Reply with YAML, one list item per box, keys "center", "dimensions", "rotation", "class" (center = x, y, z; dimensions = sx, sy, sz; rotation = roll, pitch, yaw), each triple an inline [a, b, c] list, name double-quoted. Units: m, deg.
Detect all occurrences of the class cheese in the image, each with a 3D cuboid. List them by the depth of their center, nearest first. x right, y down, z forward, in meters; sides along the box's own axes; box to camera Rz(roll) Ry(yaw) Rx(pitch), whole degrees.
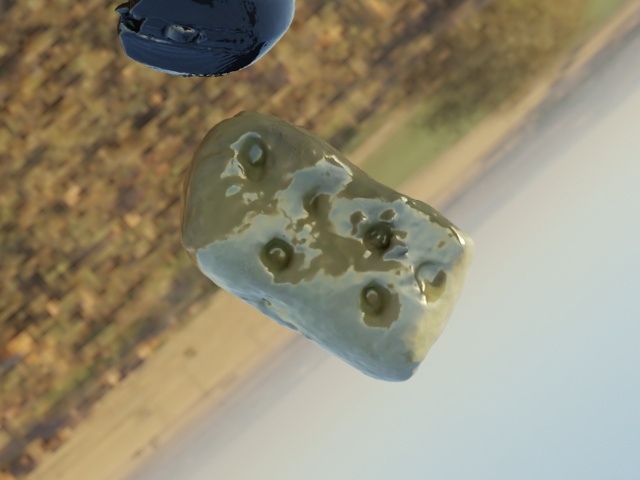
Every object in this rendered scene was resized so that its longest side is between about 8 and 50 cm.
- center: [0.000, 0.000, 1.552]
  dimensions: [0.159, 0.263, 0.093]
  rotation: [-62, -173, -14]
  class: "cheese"

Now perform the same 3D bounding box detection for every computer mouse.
- center: [-0.079, -0.167, 1.383]
  dimensions: [0.172, 0.057, 0.099]
  rotation: [-10, 140, -42]
  class: "computer mouse"
